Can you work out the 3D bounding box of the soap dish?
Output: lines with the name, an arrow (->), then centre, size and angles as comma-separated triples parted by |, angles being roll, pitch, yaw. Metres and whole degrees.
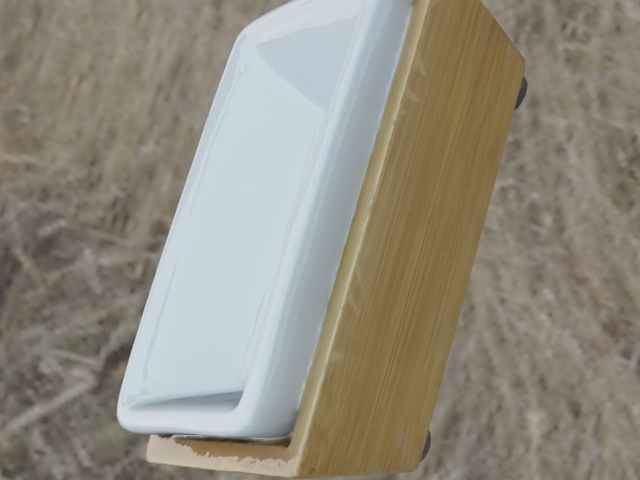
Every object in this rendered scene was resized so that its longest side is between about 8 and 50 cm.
soap dish -> 0.000, 0.000, 1.014 | 0.229, 0.118, 0.291 | -11, 61, 64
